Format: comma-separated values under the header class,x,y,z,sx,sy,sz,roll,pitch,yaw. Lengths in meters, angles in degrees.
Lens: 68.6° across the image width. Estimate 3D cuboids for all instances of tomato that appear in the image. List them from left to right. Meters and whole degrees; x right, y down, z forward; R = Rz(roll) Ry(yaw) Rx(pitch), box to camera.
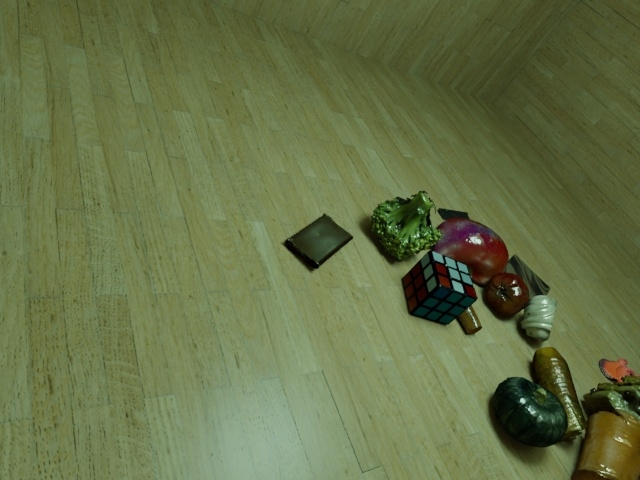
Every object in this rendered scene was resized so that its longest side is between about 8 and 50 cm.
class,x,y,z,sx,sy,sz,roll,pitch,yaw
tomato,0.600,0.007,1.847,0.335,0.176,0.289,26,36,-12

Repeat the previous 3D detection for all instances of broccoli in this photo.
class,x,y,z,sx,sy,sz,roll,pitch,yaw
broccoli,0.283,-0.041,1.617,0.242,0.273,0.180,43,71,11

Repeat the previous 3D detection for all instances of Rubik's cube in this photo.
class,x,y,z,sx,sy,sz,roll,pitch,yaw
Rubik's cube,0.384,0.155,1.529,0.162,0.160,0.163,20,40,-19

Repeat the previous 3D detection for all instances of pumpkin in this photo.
class,x,y,z,sx,sy,sz,roll,pitch,yaw
pumpkin,0.606,0.490,1.356,0.212,0.152,0.211,25,34,-18

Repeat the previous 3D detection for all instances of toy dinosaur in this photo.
class,x,y,z,sx,sy,sz,roll,pitch,yaw
toy dinosaur,1.150,0.533,1.822,0.139,0.070,0.286,37,39,17

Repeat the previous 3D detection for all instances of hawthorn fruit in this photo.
class,x,y,z,sx,sy,sz,roll,pitch,yaw
hawthorn fruit,0.715,0.203,1.765,0.204,0.163,0.162,15,40,-47

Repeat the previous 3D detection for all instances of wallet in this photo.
class,x,y,z,sx,sy,sz,roll,pitch,yaw
wallet,0.000,0.000,1.495,0.133,0.039,0.243,37,37,11

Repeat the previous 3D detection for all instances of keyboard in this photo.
class,x,y,z,sx,sy,sz,roll,pitch,yaw
keyboard,0.602,-0.110,2.098,0.196,0.018,0.060,5,55,-34

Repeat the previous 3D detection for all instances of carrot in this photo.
class,x,y,z,sx,sy,sz,roll,pitch,yaw
carrot,0.481,0.213,1.622,0.067,0.067,0.225,2,51,-36
carrot,0.771,0.492,1.517,0.114,0.114,0.301,22,42,-18
carrot,0.850,0.642,1.358,0.196,0.196,0.254,47,41,14

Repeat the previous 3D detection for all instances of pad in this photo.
class,x,y,z,sx,sy,sz,roll,pitch,yaw
pad,0.867,0.184,2.004,0.220,0.004,0.330,47,39,13

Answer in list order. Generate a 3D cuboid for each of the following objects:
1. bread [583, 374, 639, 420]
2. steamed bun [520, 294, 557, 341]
class,x,y,z,sx,sy,sz,roll,pitch,yaw
bread,1.066,0.557,1.463,0.192,0.370,0.314,-39,82,-16
steamed bun,0.801,0.284,1.730,0.106,0.182,0.183,12,29,25
